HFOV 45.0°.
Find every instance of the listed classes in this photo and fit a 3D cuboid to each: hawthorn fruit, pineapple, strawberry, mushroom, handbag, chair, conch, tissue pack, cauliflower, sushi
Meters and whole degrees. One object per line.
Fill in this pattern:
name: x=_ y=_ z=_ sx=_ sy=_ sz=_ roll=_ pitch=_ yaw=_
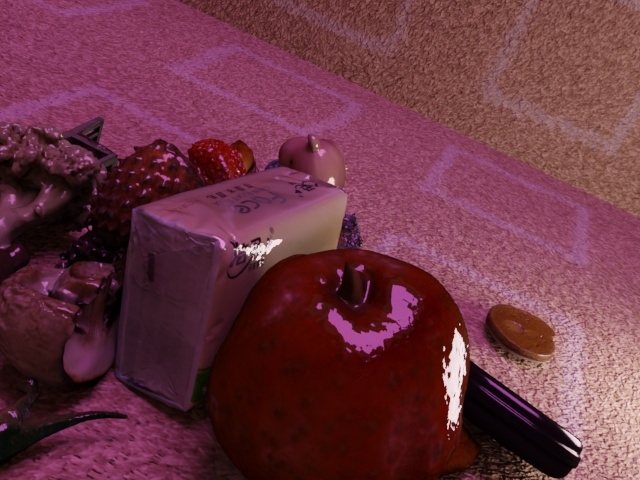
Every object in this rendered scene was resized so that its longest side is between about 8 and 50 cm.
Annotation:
hawthorn fruit: x=0.028 y=0.184 z=1.134 sx=0.403 sy=0.402 sz=0.403 roll=18 pitch=27 yaw=-10
pineapple: x=-0.369 y=-0.023 z=1.381 sx=0.175 sy=0.361 sz=0.175 roll=49 pitch=-4 yaw=4
strawberry: x=-0.265 y=-0.175 z=1.925 sx=0.236 sy=0.106 sz=0.175 roll=30 pitch=64 yaw=25
mushroom: x=-0.422 y=0.132 z=1.233 sx=0.164 sy=0.189 sz=0.267 roll=12 pitch=19 yaw=3
handbag: x=0.353 y=0.334 z=1.474 sx=0.308 sy=0.093 sz=0.254 roll=35 pitch=-1 yaw=24
chair: x=-0.527 y=-0.166 z=1.753 sx=0.147 sy=0.136 sz=0.270 roll=28 pitch=26 yaw=7
conch: x=-0.221 y=-0.157 z=2.032 sx=0.109 sy=0.093 sz=0.330 roll=53 pitch=29 yaw=-42
tissue pack: x=-0.148 y=0.068 z=1.379 sx=0.205 sy=0.331 sz=0.405 roll=23 pitch=25 yaw=24
cauliflower: x=-0.565 y=-0.106 z=1.476 sx=0.327 sy=0.260 sz=0.281 roll=-9 pitch=20 yaw=14
sushi: x=0.000 y=0.000 z=1.842 sx=0.184 sy=0.139 sz=0.274 roll=17 pitch=34 yaw=-15

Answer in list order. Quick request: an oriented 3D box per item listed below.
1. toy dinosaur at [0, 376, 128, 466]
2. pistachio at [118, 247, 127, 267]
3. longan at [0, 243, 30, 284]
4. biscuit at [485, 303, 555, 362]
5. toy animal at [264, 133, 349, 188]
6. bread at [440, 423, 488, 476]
toy dinosaur: x=-0.462 y=0.304 z=1.003 sx=0.447 sy=0.087 sz=0.301 roll=3 pitch=31 yaw=-23
pistachio: x=-0.277 y=-0.001 z=1.585 sx=0.332 sy=0.208 sz=0.226 roll=22 pitch=68 yaw=-32
longan: x=-0.571 y=0.064 z=1.250 sx=0.204 sy=0.159 sz=0.185 roll=-28 pitch=18 yaw=-12
biscuit: x=0.487 y=0.231 z=1.892 sx=0.181 sy=0.049 sz=0.208 roll=24 pitch=27 yaw=3
toy animal: x=-0.013 y=-0.182 z=2.111 sx=0.221 sy=0.210 sz=0.229 roll=-14 pitch=8 yaw=-43
bread: x=0.171 y=0.371 z=1.365 sx=0.344 sy=0.084 sz=0.124 roll=3 pitch=46 yaw=-35
